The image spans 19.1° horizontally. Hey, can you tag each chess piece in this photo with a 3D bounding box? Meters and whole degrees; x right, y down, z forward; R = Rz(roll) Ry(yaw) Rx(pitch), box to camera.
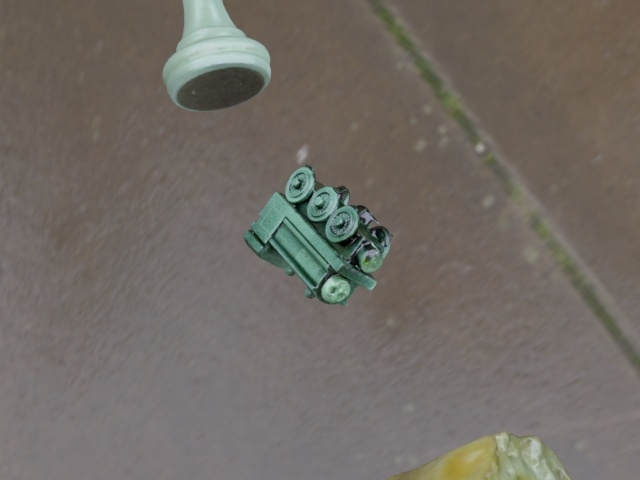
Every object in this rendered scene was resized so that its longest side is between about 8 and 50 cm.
[{"bbox_3d":[-0.072,-0.139,1.185,0.067,0.067,0.103,-6,67,-19],"label":"chess piece"}]

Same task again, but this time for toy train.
[{"bbox_3d":[0.000,0.000,1.882,0.071,0.170,0.111,28,102,-38],"label":"toy train"}]

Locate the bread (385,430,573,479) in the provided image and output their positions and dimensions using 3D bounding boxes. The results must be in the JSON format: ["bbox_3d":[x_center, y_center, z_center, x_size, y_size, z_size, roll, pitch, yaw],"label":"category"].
[{"bbox_3d":[0.062,0.259,1.174,0.238,0.252,0.196,56,32,7],"label":"bread"}]
